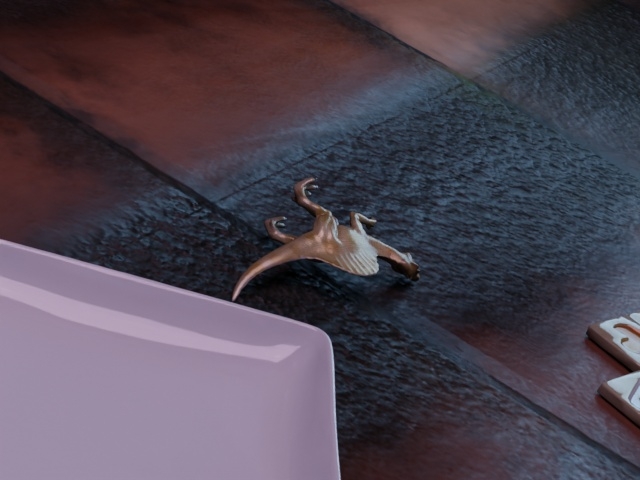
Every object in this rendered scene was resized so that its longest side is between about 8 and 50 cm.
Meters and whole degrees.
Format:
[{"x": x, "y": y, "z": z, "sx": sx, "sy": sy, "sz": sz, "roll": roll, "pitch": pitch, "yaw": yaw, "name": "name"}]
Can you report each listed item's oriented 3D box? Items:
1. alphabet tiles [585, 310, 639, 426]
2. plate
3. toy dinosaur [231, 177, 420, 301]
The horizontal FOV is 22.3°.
[{"x": 0.379, "y": 0.136, "z": 1.293, "sx": 0.342, "sy": 0.011, "sz": 0.285, "roll": -10, "pitch": 42, "yaw": -46, "name": "alphabet tiles"}, {"x": -0.124, "y": 0.106, "z": 0.945, "sx": 0.277, "sy": 0.045, "sz": 0.278, "roll": 15, "pitch": 29, "yaw": -11, "name": "plate"}, {"x": 0.000, "y": 0.000, "z": 1.215, "sx": 0.183, "sy": 0.053, "sz": 0.092, "roll": -1, "pitch": 37, "yaw": -38, "name": "toy dinosaur"}]
